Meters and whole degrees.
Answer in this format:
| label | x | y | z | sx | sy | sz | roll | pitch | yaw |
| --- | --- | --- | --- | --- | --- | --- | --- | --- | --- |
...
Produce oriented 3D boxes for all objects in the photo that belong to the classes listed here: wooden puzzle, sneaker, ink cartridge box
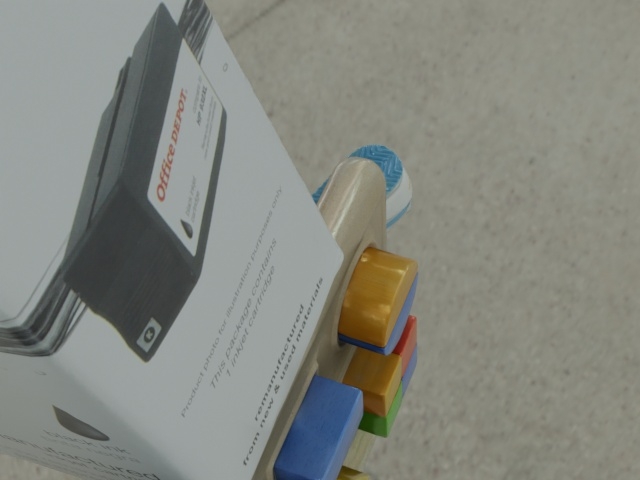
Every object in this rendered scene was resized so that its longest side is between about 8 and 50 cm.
| label | x | y | z | sx | sy | sz | roll | pitch | yaw |
| --- | --- | --- | --- | --- | --- | --- | --- | --- | --- |
| wooden puzzle | 0.020 | 0.147 | 1.253 | 0.081 | 0.347 | 0.322 | 15 | 58 | 19 |
| sneaker | 0.000 | 0.000 | 1.411 | 0.229 | 0.092 | 0.087 | -34 | 60 | 2 |
| ink cartridge box | -0.148 | -0.035 | 0.446 | 0.223 | 0.307 | 0.129 | 13 | 67 | 23 |
